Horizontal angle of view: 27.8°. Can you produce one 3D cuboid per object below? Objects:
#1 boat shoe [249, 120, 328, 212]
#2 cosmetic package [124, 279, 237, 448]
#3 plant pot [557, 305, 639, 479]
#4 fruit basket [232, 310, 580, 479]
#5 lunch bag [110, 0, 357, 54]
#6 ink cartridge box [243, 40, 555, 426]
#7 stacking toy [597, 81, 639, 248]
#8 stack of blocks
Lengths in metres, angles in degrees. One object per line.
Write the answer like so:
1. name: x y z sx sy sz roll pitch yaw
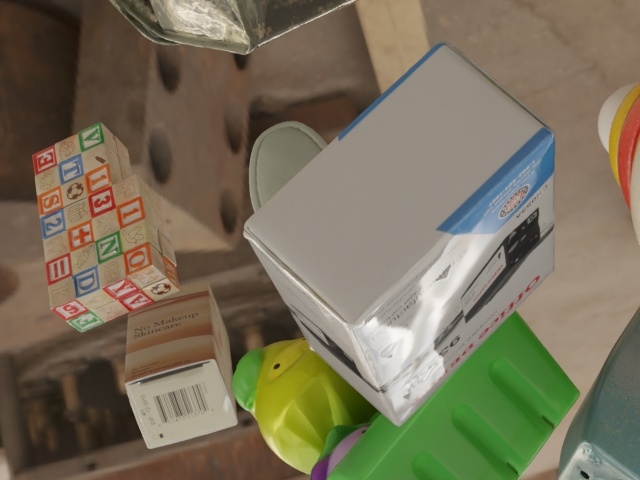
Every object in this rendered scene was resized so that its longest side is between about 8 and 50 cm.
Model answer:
1. boat shoe: 0.000 0.000 1.484 0.114 0.302 0.091 -21 150 7
2. cosmetic package: -0.228 0.193 2.096 0.153 0.129 0.296 -17 -157 -2
3. plant pot: 0.447 0.250 1.683 0.252 0.247 0.248 -42 159 -28
4. fruit basket: 0.063 0.208 1.548 0.392 0.392 0.283 -8 149 -20
5. lunch bag: -0.107 -0.340 1.558 0.235 0.169 0.287 -31 -148 -35
6. ink cartridge box: 0.084 0.010 1.111 0.223 0.129 0.307 -44 158 -9
7. stacking toy: 0.479 -0.111 1.605 0.350 0.351 0.480 -13 -165 -5
8. stack of blocks: -0.329 -0.031 1.962 0.171 0.297 0.087 -24 145 11
